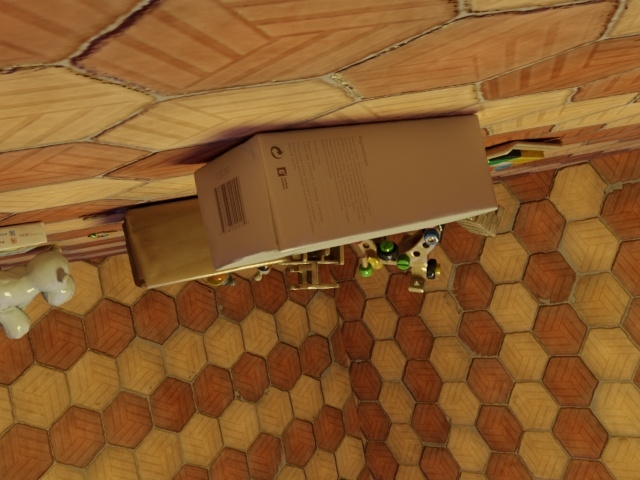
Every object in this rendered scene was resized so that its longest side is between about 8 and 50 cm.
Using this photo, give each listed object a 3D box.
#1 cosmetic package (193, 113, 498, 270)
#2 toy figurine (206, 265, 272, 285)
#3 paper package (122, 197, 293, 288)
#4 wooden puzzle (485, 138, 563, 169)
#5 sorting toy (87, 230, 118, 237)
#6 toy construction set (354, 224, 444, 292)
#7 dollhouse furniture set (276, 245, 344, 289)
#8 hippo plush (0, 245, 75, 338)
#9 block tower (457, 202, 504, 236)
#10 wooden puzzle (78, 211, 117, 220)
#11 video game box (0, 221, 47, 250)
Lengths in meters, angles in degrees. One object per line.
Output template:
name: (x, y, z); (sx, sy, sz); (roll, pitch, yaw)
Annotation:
cosmetic package: (0.041, -0.073, 1.029); (0.385, 0.156, 0.217); (-10, 177, -31)
toy figurine: (-0.225, 0.014, 1.909); (0.213, 0.209, 0.148); (-12, 174, -3)
paper package: (-0.259, -0.004, 1.561); (0.325, 0.168, 0.309); (-12, -179, -18)
wooden puzzle: (0.431, -0.198, 1.708); (0.239, 0.044, 0.221); (-11, 179, -42)
sorting toy: (-0.591, -0.013, 1.895); (0.062, 0.012, 0.083); (-11, 180, 32)
toy construction set: (0.209, 0.013, 1.978); (0.258, 0.237, 0.308); (-16, -140, -2)
dollhouse furniture set: (0.000, 0.000, 1.579); (0.161, 0.212, 0.242); (-1, 177, -17)
hippo plush: (-0.826, 0.100, 1.987); (0.237, 0.234, 0.294); (-29, 142, -18)
block tower: (0.389, -0.101, 1.909); (0.091, 0.097, 0.335); (16, 175, 38)
wooden puzzle: (-0.448, -0.049, 1.430); (0.083, 0.006, 0.049); (-11, 179, -38)
video game box: (-0.650, 0.009, 1.374); (0.187, 0.048, 0.205); (-14, -179, -34)
